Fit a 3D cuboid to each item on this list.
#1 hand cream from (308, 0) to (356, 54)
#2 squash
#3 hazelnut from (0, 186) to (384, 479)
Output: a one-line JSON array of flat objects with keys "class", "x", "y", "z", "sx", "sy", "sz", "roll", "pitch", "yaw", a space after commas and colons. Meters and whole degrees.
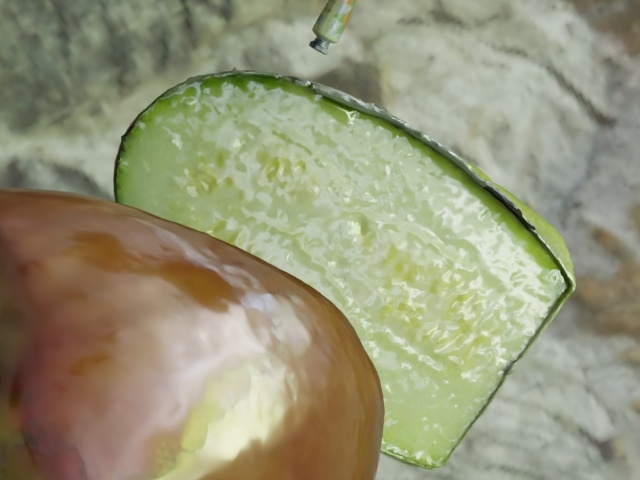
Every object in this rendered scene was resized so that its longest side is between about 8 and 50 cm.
[{"class": "hand cream", "x": 0.021, "y": -0.184, "z": 1.242, "sx": 0.102, "sy": 0.022, "sz": 0.035, "roll": -62, "pitch": 177, "yaw": 4}, {"class": "squash", "x": 0.000, "y": 0.000, "z": 1.302, "sx": 0.233, "sy": 0.309, "sz": 0.210, "roll": -53, "pitch": -141, "yaw": 6}, {"class": "hazelnut", "x": -0.144, "y": 0.135, "z": 0.816, "sx": 0.366, "sy": 0.366, "sz": 0.366, "roll": -24, "pitch": -159, "yaw": 10}]
